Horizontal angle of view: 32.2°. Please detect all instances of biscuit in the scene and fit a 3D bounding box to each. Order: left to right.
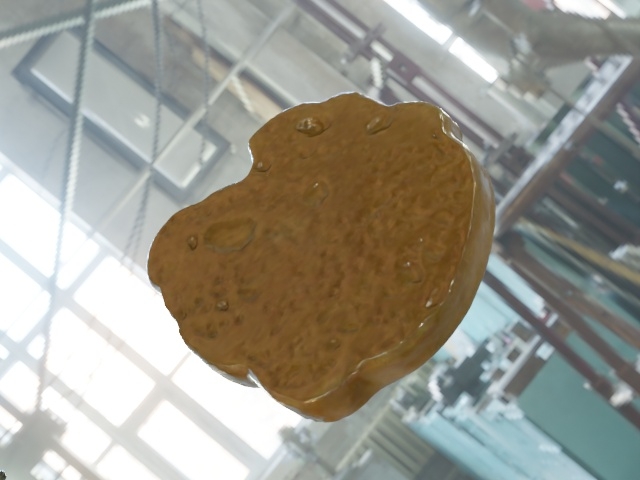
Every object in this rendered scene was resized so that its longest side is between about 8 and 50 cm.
[{"bbox_3d":[0.000,0.000,1.007,0.312,0.351,0.057,-58,-44,-17],"label":"biscuit"}]

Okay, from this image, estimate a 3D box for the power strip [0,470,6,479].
[{"bbox_3d":[-0.321,0.211,0.634,0.305,0.044,0.064,-25,-25,-13],"label":"power strip"}]
